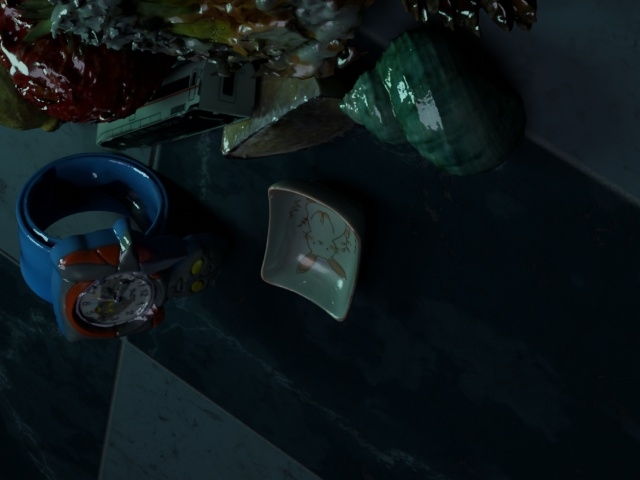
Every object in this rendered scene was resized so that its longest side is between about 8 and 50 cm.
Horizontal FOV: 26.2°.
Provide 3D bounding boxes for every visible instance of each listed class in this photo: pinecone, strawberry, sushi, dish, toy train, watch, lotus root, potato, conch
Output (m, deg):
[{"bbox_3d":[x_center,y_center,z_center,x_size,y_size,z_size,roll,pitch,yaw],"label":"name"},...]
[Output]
[{"bbox_3d":[0.154,-0.302,1.442,0.204,0.184,0.179,34,162,-3],"label":"pinecone"},{"bbox_3d":[-0.318,-0.272,1.834,0.274,0.274,0.220,39,151,4],"label":"strawberry"},{"bbox_3d":[-0.123,-0.320,1.580,0.417,0.176,0.417,0,161,0],"label":"sushi"},{"bbox_3d":[0.000,0.000,1.973,0.151,0.077,0.212,27,141,17],"label":"dish"},{"bbox_3d":[-0.222,-0.191,1.945,0.407,0.086,0.088,-7,78,59],"label":"toy train"},{"bbox_3d":[-0.313,-0.015,2.144,0.274,0.305,0.241,56,151,35],"label":"watch"},{"bbox_3d":[-0.478,-0.242,2.122,0.138,0.138,0.214,-2,136,43],"label":"lotus root"},{"bbox_3d":[-0.026,-0.188,1.813,0.261,0.120,0.100,-24,69,53],"label":"potato"},{"bbox_3d":[0.129,-0.158,1.647,0.202,0.134,0.196,21,137,25],"label":"conch"}]
